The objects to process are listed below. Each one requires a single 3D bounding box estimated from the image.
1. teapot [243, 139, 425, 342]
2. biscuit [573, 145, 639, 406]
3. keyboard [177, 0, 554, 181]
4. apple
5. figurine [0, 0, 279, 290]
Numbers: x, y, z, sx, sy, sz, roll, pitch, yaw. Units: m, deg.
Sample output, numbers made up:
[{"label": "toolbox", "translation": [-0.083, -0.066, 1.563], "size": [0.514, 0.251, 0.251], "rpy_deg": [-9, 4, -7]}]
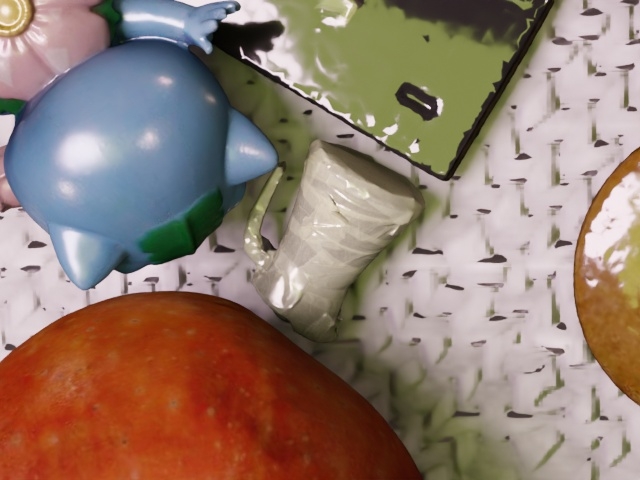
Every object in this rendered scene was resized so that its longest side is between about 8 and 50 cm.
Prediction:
[{"label": "teapot", "translation": [0.000, 0.000, 0.567], "size": [0.067, 0.057, 0.083], "rpy_deg": [28, 108, 1]}, {"label": "biscuit", "translation": [0.211, -0.016, 0.534], "size": [0.180, 0.039, 0.236], "rpy_deg": [44, 106, 1]}, {"label": "keyboard", "translation": [-0.057, -0.142, 0.570], "size": [0.317, 0.027, 0.106], "rpy_deg": [32, 100, 5]}, {"label": "apple", "translation": [-0.060, 0.132, 0.523], "size": [0.230, 0.230, 0.230], "rpy_deg": [2, 99, 11]}, {"label": "figurine", "translation": [-0.106, -0.068, 0.549], "size": [0.114, 0.144, 0.178], "rpy_deg": [-37, 95, -21]}]
